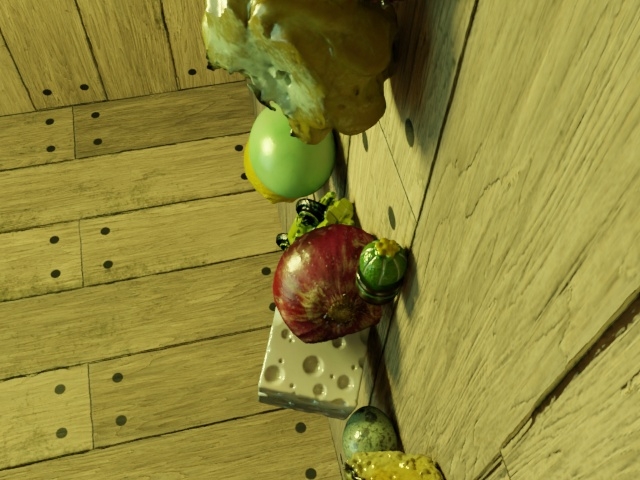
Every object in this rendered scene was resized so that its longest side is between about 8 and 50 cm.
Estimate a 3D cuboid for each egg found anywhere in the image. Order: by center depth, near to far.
[{"bbox_3d":[0.118,0.473,1.678,0.172,0.132,0.132,-89,-3,-51],"label":"egg"},{"bbox_3d":[-0.072,-0.236,1.773,0.220,0.221,0.269,96,166,-62],"label":"egg"}]

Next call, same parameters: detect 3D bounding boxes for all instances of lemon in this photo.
[{"bbox_3d":[-0.108,-0.234,2.016,0.288,0.234,0.233,107,152,-55],"label":"lemon"}]

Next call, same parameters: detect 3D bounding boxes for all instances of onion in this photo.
[{"bbox_3d":[0.014,0.084,1.545,0.272,0.256,0.230,30,146,59],"label":"onion"}]

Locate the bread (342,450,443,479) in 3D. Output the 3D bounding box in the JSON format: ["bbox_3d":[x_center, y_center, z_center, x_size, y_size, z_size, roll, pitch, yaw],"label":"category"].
[{"bbox_3d":[0.167,0.528,1.347,0.262,0.163,0.204,29,131,50],"label":"bread"}]

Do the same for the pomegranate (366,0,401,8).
[{"bbox_3d":[0.080,-0.384,0.892,0.148,0.149,0.169,98,171,-65],"label":"pomegranate"}]

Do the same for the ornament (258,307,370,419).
[{"bbox_3d":[-0.016,0.297,1.756,0.239,0.240,0.239,105,177,-68],"label":"ornament"}]

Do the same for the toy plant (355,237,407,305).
[{"bbox_3d":[0.115,0.055,1.320,0.162,0.093,0.092,93,164,-55],"label":"toy plant"}]

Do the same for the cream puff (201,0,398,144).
[{"bbox_3d":[-0.001,-0.330,1.063,0.323,0.269,0.274,39,156,-16],"label":"cream puff"}]

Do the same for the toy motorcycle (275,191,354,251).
[{"bbox_3d":[-0.001,0.002,1.791,0.342,0.206,0.142,125,166,-65],"label":"toy motorcycle"}]
